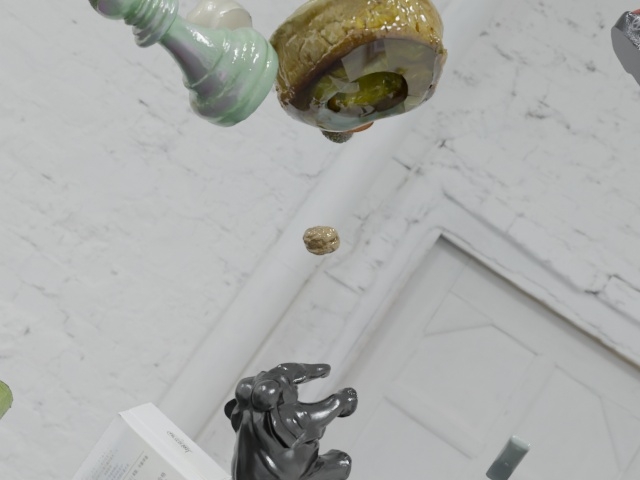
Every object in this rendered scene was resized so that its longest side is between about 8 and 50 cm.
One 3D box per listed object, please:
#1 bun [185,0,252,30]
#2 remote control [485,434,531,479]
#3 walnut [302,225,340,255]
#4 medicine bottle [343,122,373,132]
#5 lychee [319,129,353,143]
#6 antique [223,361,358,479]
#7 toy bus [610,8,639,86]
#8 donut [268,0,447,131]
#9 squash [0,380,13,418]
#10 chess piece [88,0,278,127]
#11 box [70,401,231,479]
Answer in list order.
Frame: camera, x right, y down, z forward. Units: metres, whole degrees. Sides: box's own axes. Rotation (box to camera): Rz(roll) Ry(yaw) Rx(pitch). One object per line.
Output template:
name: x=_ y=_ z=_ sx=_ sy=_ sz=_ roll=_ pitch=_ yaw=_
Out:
bun: x=-0.235 y=-0.450 z=1.462 sx=0.120 sy=0.172 sz=0.173 roll=26 pitch=-10 yaw=22
remote control: x=0.428 y=0.511 z=1.541 sx=0.050 sy=0.027 sz=0.184 roll=30 pitch=-44 yaw=19
walnut: x=0.000 y=0.000 z=1.674 sx=0.096 sy=0.082 sz=0.079 roll=-6 pitch=-43 yaw=28
medicine bottle: x=0.065 y=-0.360 z=1.495 sx=0.150 sy=0.222 sz=0.112 roll=-6 pitch=-23 yaw=14
lychee: x=0.044 y=-0.333 z=1.851 sx=0.114 sy=0.114 sz=0.146 roll=27 pitch=-27 yaw=45
antique: x=-0.068 y=0.409 z=1.378 sx=0.255 sy=0.321 sz=0.185 roll=14 pitch=-9 yaw=-39
toy bus: x=0.700 y=-0.342 z=1.304 sx=0.127 sy=0.147 sz=0.302 roll=62 pitch=11 yaw=-51
donut: x=0.071 y=-0.300 z=1.165 sx=0.330 sy=0.330 sz=0.159 roll=67 pitch=9 yaw=-76
squash: x=-0.663 y=0.336 z=1.285 sx=0.094 sy=0.094 sz=0.224 roll=36 pitch=-3 yaw=-13
chess piece: x=-0.190 y=-0.261 z=0.832 sx=0.272 sy=0.139 sz=0.139 roll=31 pitch=-4 yaw=-40
box: x=-0.317 y=0.448 z=1.131 sx=0.203 sy=0.274 sz=0.116 roll=36 pitch=6 yaw=15
